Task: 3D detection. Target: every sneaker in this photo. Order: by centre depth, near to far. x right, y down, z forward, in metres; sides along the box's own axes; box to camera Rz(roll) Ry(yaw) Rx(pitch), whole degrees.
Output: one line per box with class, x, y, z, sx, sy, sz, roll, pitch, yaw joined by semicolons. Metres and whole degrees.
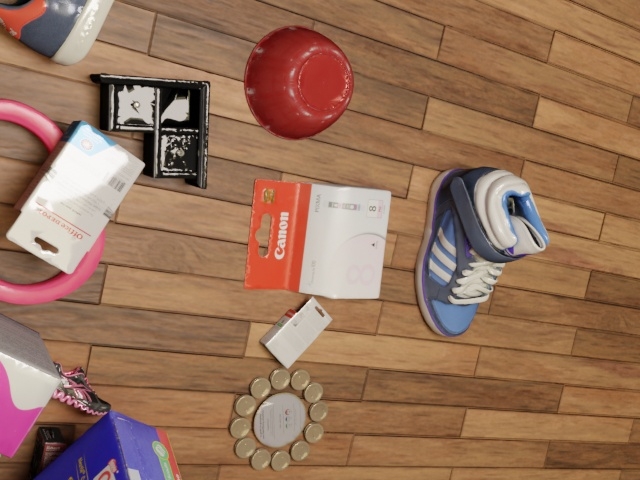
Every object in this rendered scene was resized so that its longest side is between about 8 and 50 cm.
sneaker;-0.311;-0.409;0.985;0.148;0.131;0.350;25;87;-34
sneaker;-0.355;0.217;1.132;0.119;0.047;0.057;35;71;-30
sneaker;0.281;0.035;1.321;0.130;0.236;0.322;-3;100;-27

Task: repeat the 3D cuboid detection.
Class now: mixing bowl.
mixing bowl;-0.017;-0.245;1.192;0.181;0.098;0.181;-5;101;-26

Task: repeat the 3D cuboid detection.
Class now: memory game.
memory game;-0.070;0.307;1.315;0.186;0.012;0.186;-6;102;-27

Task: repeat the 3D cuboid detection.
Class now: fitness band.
fitness band;-0.418;-0.048;1.045;0.209;0.054;0.291;-30;113;-23

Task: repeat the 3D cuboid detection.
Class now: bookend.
bookend;-0.245;-0.156;1.101;0.157;0.072;0.156;-1;100;-27

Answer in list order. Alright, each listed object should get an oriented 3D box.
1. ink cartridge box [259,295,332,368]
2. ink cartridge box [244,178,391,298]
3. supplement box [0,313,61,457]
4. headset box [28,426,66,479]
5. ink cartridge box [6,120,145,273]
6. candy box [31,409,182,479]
ink cartridge box;-0.040;0.152;1.292;0.115;0.029;0.063;-46;116;-14
ink cartridge box;0.000;0.000;1.272;0.232;0.066;0.189;2;99;-32
supplement box;-0.422;0.169;0.983;0.114;0.220;0.111;35;82;-29
headset box;-0.395;0.313;1.114;0.032;0.062;0.083;10;95;-30
ink cartridge box;-0.332;-0.058;1.027;0.104;0.060;0.180;37;78;-30
candy box;-0.312;0.430;0.999;0.317;0.268;0.122;-42;136;13
